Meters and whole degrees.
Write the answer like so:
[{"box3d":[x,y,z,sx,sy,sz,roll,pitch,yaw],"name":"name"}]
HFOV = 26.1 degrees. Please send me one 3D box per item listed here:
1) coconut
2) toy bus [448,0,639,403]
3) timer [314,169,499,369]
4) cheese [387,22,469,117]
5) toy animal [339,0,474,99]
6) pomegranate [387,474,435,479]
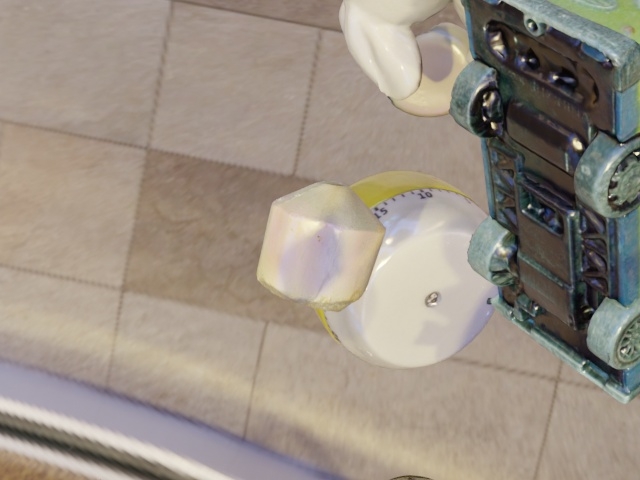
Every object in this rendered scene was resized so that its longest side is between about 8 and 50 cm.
[{"box3d":[0.000,0.000,1.358,0.116,0.116,0.122,18,99,2],"name":"coconut"},{"box3d":[0.207,-0.063,0.931,0.190,0.152,0.312,-33,136,-20],"name":"toy bus"},{"box3d":[0.090,0.017,1.870,0.285,0.285,0.285,1,99,5],"name":"timer"},{"box3d":[0.142,-0.188,1.430,0.171,0.047,0.092,-28,103,31],"name":"cheese"},{"box3d":[0.108,-0.217,1.172,0.193,0.127,0.178,-10,121,-3],"name":"toy animal"},{"box3d":[0.067,0.256,1.144,0.130,0.130,0.130,1,99,5],"name":"pomegranate"}]
